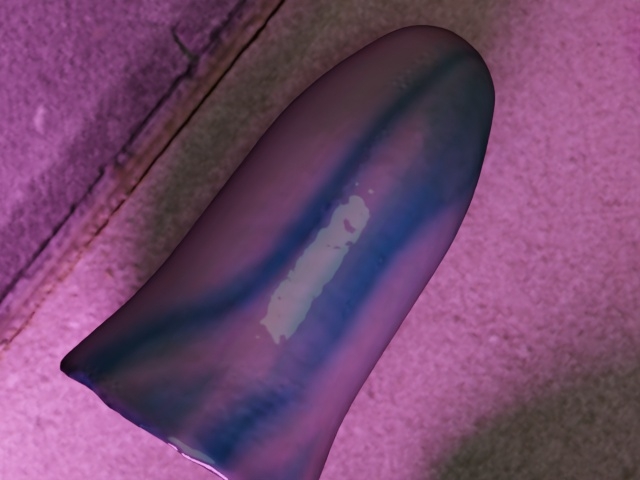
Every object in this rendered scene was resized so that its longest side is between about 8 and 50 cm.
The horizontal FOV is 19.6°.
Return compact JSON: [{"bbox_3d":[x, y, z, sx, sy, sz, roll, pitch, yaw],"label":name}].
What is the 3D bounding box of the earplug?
[{"bbox_3d":[0.000,0.000,1.191,0.185,0.185,0.324,35,86,-6],"label":"earplug"}]
